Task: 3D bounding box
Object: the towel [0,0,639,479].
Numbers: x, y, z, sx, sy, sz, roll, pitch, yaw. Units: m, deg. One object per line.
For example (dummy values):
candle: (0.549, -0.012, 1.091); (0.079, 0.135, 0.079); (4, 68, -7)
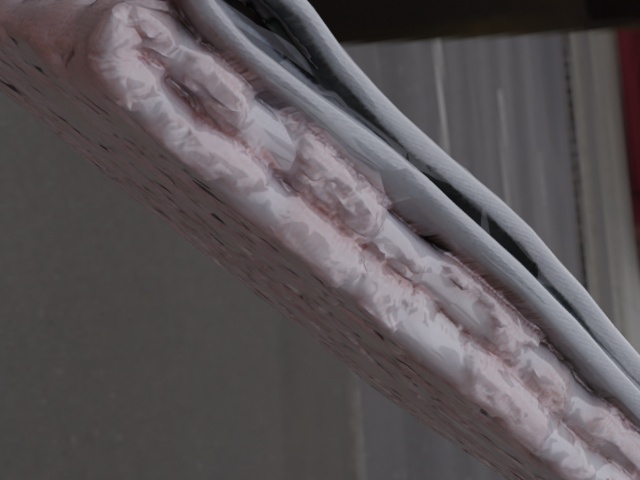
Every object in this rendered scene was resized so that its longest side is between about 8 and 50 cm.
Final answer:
towel: (0.000, 0.000, 0.533); (0.332, 0.317, 0.053); (41, 83, -29)
